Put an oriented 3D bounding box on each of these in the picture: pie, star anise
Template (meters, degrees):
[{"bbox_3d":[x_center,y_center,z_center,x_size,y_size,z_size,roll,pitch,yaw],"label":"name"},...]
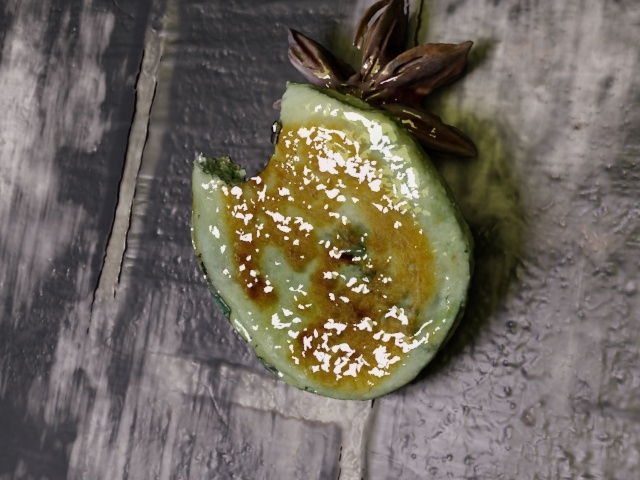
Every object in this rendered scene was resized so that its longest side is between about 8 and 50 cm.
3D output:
[{"bbox_3d":[0.005,0.007,0.939,0.302,0.067,0.302,8,108,26],"label":"pie"},{"bbox_3d":[0.039,-0.131,0.985,0.236,0.093,0.229,-44,70,19],"label":"star anise"}]
